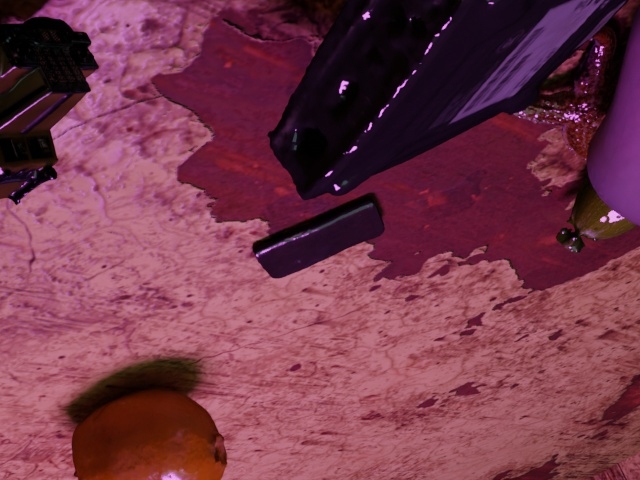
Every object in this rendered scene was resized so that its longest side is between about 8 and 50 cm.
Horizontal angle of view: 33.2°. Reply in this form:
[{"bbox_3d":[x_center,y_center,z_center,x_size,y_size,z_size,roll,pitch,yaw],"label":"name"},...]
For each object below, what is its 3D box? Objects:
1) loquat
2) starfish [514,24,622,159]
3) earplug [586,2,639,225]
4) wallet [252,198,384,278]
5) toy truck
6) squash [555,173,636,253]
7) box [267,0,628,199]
[{"bbox_3d":[-0.237,0.291,1.467,0.234,0.176,0.187,-15,114,26],"label":"loquat"},{"bbox_3d":[0.294,-0.153,1.184,0.238,0.057,0.213,-14,143,-16],"label":"starfish"},{"bbox_3d":[0.355,-0.163,1.013,0.172,0.172,0.301,-18,144,-7],"label":"earplug"},{"bbox_3d":[0.000,0.000,1.282,0.157,0.018,0.082,-24,151,4],"label":"wallet"},{"bbox_3d":[-0.283,-0.069,0.827,0.257,0.127,0.127,-37,173,23],"label":"toy truck"},{"bbox_3d":[0.413,-0.111,1.290,0.101,0.101,0.378,1,140,-36],"label":"squash"},{"bbox_3d":[0.148,-0.184,0.895,0.350,0.091,0.359,-25,166,-34],"label":"box"}]
